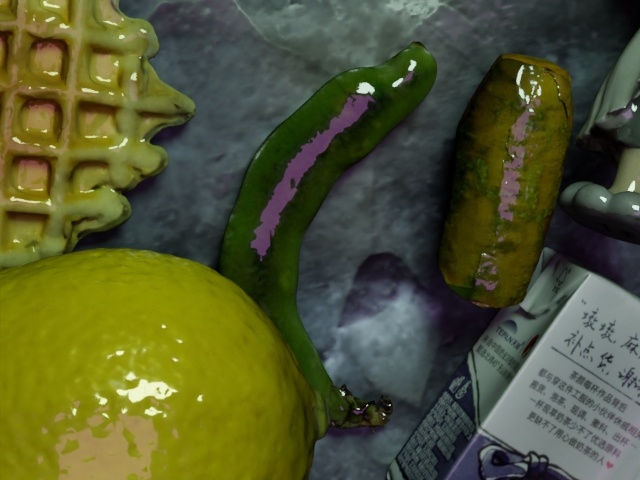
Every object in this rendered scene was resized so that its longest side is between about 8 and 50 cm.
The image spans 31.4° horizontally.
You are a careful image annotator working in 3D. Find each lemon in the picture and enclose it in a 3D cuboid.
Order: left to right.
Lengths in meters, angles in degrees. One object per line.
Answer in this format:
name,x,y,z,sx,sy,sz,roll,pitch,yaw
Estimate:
lemon,-0.152,0.131,0.710,0.320,0.245,0.245,-9,103,-5

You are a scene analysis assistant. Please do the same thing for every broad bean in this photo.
broad bean,0.000,0.000,0.812,0.144,0.049,0.291,2,104,-16

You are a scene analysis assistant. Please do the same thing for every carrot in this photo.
carrot,0.129,-0.044,0.804,0.082,0.082,0.173,11,104,-11

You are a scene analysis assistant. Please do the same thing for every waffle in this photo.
waffle,-0.227,-0.091,0.749,0.261,0.056,0.250,-40,105,-2

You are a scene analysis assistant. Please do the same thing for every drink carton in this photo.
drink carton,0.169,0.133,0.837,0.134,0.102,0.222,33,95,-12

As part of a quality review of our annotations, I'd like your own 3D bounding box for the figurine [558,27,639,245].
figurine,0.273,-0.182,0.760,0.166,0.207,0.386,22,91,26
